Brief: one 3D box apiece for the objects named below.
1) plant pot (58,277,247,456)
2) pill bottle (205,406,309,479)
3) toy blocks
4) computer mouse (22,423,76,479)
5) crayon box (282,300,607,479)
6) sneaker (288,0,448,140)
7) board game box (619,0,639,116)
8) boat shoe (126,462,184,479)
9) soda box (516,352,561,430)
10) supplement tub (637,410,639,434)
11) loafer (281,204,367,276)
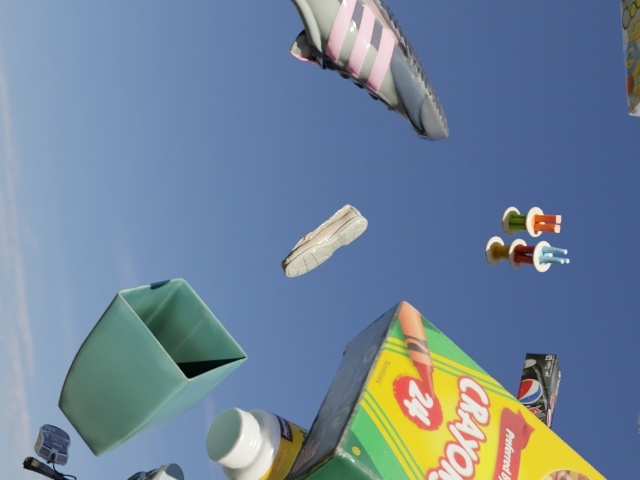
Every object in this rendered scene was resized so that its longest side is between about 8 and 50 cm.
[{"bbox_3d":[-0.270,0.200,1.497,0.234,0.165,0.165,-46,-105,22],"label":"plant pot"},{"bbox_3d":[-0.067,0.329,1.519,0.117,0.215,0.117,-30,-137,32],"label":"pill bottle"},{"bbox_3d":[0.371,-0.003,1.726,0.148,0.123,0.054,6,-35,46],"label":"toy blocks"},{"bbox_3d":[-0.520,0.417,1.945,0.042,0.106,0.193,-61,-163,7],"label":"computer mouse"},{"bbox_3d":[0.135,0.220,0.811,0.318,0.202,0.081,42,-56,-8],"label":"crayon box"},{"bbox_3d":[0.038,-0.239,1.251,0.319,0.131,0.112,55,14,-14],"label":"sneaker"},{"bbox_3d":[0.620,-0.360,1.741,0.142,0.144,0.275,115,-20,-66],"label":"board game box"},{"bbox_3d":[-0.286,0.420,1.565,0.083,0.183,0.065,-19,-74,29],"label":"boat shoe"},{"bbox_3d":[0.356,0.267,1.659,0.169,0.053,0.060,-67,147,-42],"label":"soda box"},{"bbox_3d":[0.490,0.312,1.053,0.241,0.241,0.331,148,-67,-64],"label":"supplement tub"},{"bbox_3d":[0.000,0.000,1.287,0.039,0.125,0.045,52,-9,30],"label":"loafer"}]
